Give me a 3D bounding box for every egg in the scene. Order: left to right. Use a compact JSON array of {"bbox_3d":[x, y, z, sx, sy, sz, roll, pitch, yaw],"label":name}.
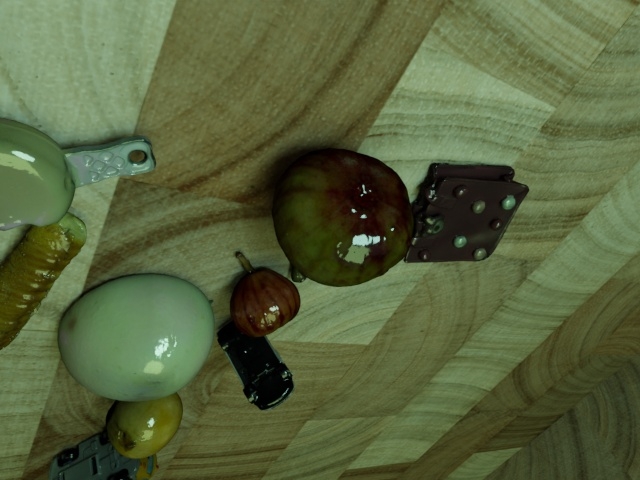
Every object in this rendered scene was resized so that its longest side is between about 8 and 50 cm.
[{"bbox_3d":[-0.299,0.180,0.842,0.271,0.161,0.206,-14,137,-15],"label":"egg"}]

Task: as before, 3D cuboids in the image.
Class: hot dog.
[{"bbox_3d":[-0.435,0.069,0.739,0.083,0.068,0.289,29,116,-34],"label":"hot dog"}]

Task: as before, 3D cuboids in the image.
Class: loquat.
[{"bbox_3d":[-0.346,0.350,1.001,0.137,0.163,0.163,19,130,6],"label":"loquat"}]

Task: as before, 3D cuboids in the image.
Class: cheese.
[{"bbox_3d":[-0.351,-0.079,0.624,0.287,0.082,0.163,-11,136,-17],"label":"cheese"}]

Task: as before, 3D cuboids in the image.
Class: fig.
[{"bbox_3d":[-0.113,0.107,0.902,0.150,0.128,0.128,31,117,-11],"label":"fig"},{"bbox_3d":[0.000,0.000,0.821,0.217,0.216,0.321,2,153,-27],"label":"fig"}]

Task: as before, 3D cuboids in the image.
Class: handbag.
[{"bbox_3d":[0.266,-0.045,0.963,0.216,0.074,0.203,-2,132,-24],"label":"handbag"}]

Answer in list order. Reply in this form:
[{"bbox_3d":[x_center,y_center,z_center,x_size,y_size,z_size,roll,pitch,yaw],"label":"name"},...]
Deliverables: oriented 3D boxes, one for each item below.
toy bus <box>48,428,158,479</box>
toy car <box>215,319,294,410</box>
[{"bbox_3d":[-0.465,0.503,1.110,0.210,0.126,0.136,-28,146,1],"label":"toy bus"},{"bbox_3d":[-0.114,0.236,0.954,0.089,0.209,0.108,-32,137,-12],"label":"toy car"}]
